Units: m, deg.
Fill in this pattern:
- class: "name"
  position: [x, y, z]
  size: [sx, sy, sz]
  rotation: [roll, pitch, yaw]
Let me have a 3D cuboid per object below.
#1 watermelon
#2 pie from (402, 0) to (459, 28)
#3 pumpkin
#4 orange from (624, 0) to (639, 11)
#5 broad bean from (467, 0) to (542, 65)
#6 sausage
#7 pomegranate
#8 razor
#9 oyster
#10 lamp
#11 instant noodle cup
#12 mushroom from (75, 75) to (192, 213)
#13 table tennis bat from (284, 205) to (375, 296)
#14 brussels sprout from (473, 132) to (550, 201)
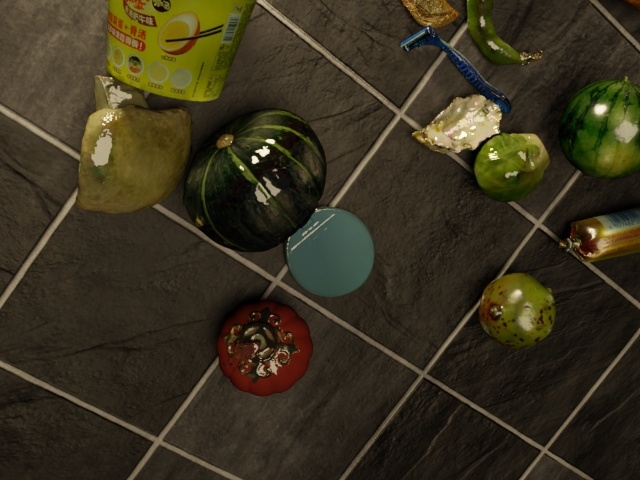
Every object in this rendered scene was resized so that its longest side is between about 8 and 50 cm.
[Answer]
- class: "watermelon"
  position: [0.698, -0.267, 1.826]
  size: [0.243, 0.242, 0.242]
  rotation: [-5, 109, -14]
- class: "pie"
  position: [0.238, -0.539, 1.717]
  size: [0.092, 0.034, 0.170]
  rotation: [-47, 119, 1]
- class: "pumpkin"
  position: [-0.135, -0.127, 1.589]
  size: [0.323, 0.323, 0.241]
  rotation: [-40, 115, 0]
- class: "orange"
  position: [0.794, -0.638, 1.723]
  size: [0.261, 0.261, 0.260]
  rotation: [-5, 109, -14]
- class: "broad bean"
  position: [0.406, -0.520, 1.745]
  size: [0.144, 0.049, 0.291]
  rotation: [-20, 120, 12]
- class: "sausage"
  position: [0.772, -0.011, 1.997]
  size: [0.318, 0.117, 0.125]
  rotation: [-13, 96, -10]
- class: "pomegranate"
  position: [0.516, 0.165, 1.956]
  size: [0.246, 0.198, 0.198]
  rotation: [-44, 119, -38]
- class: "razor"
  position: [0.338, -0.402, 1.782]
  size: [0.324, 0.093, 0.056]
  rotation: [30, 62, -26]
- class: "oyster"
  position: [0.333, -0.267, 1.812]
  size: [0.209, 0.072, 0.133]
  rotation: [-41, 99, -10]
- class: "lamp"
  position: [-0.131, 0.249, 1.768]
  size: [0.227, 0.227, 0.226]
  rotation: [-5, 109, -14]
- class: "instant noodle cup"
  position: [-0.287, -0.418, 1.482]
  size: [0.312, 0.311, 0.221]
  rotation: [10, 113, -19]
- class: "mushroom"
  position: [-0.380, -0.183, 1.575]
  size: [0.218, 0.212, 0.291]
  rotation: [10, 98, -11]
- class: "table tennis bat"
  position: [0.000, 0.000, 1.820]
  size: [0.215, 0.044, 0.329]
  rotation: [-39, 116, 0]
- class: "brussels sprout"
  position: [0.462, -0.177, 1.843]
  size: [0.181, 0.144, 0.161]
  rotation: [-15, 76, 2]
